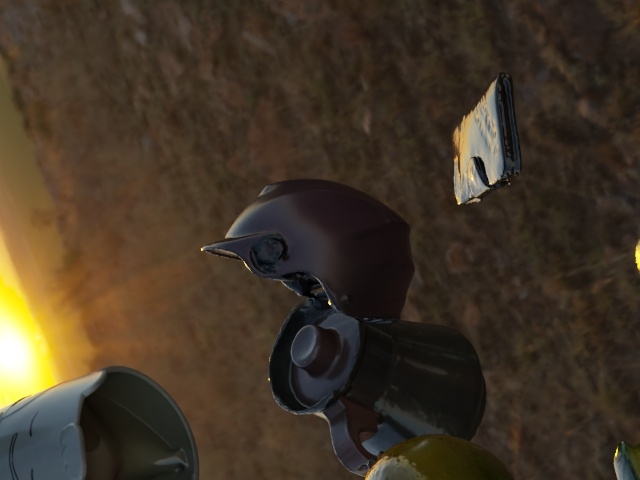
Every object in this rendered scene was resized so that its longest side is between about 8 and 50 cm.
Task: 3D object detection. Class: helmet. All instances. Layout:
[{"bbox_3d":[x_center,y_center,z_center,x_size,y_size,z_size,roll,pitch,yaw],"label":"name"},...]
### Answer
[{"bbox_3d":[0.000,0.000,1.797,0.338,0.197,0.271,25,179,16],"label":"helmet"}]

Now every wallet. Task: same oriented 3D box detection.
[{"bbox_3d":[0.265,-0.157,1.854,0.309,0.042,0.165,136,133,-79],"label":"wallet"}]

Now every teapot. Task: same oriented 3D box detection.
[{"bbox_3d":[0.104,0.284,2.065,0.361,0.305,0.376,28,-146,-32],"label":"teapot"}]

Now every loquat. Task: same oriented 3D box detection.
[{"bbox_3d":[0.132,0.332,1.358,0.246,0.213,0.213,37,147,51],"label":"loquat"}]

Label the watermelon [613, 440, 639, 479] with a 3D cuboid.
[{"bbox_3d":[0.551,0.388,1.623,0.123,0.301,0.129,168,120,-74],"label":"watermelon"}]

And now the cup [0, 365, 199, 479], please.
[{"bbox_3d":[-0.298,0.314,1.356,0.219,0.257,0.290,20,-126,-56],"label":"cup"}]

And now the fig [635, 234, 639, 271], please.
[{"bbox_3d":[0.465,0.037,1.399,0.123,0.123,0.156,88,174,-53],"label":"fig"}]
